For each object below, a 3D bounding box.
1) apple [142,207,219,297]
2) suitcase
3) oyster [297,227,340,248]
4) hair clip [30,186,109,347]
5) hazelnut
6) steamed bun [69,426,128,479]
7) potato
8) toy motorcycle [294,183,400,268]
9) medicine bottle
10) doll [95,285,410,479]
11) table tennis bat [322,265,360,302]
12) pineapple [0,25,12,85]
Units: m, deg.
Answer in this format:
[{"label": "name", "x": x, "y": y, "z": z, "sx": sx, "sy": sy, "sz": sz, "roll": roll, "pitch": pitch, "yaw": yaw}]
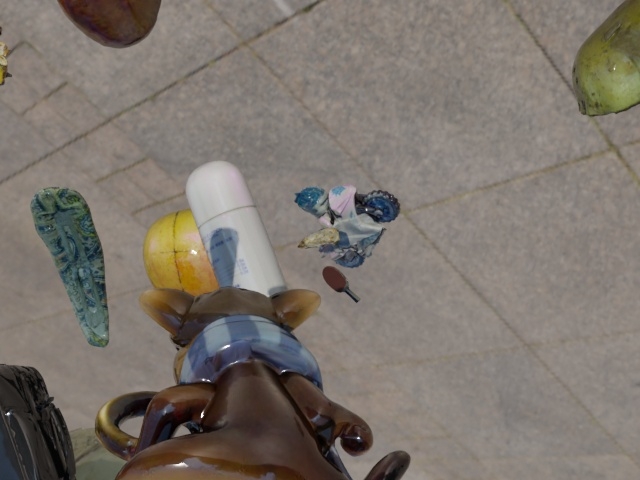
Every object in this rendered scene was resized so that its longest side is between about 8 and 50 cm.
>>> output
[{"label": "apple", "x": -0.278, "y": 0.039, "z": 2.090, "sx": 0.286, "sy": 0.286, "sz": 0.233, "roll": -12, "pitch": 88, "yaw": 43}, {"label": "suitcase", "x": -0.525, "y": 0.385, "z": 1.337, "sx": 0.339, "sy": 0.345, "sz": 0.188, "roll": -30, "pitch": 160, "yaw": 11}, {"label": "oyster", "x": -0.003, "y": 0.001, "z": 1.632, "sx": 0.083, "sy": 0.054, "sz": 0.019, "roll": -14, "pitch": 121, "yaw": 5}, {"label": "hair clip", "x": -0.286, "y": 0.031, "z": 1.040, "sx": 0.066, "sy": 0.036, "sz": 0.229, "roll": -14, "pitch": 124, "yaw": -10}, {"label": "hazelnut", "x": -0.337, "y": -0.404, "z": 1.387, "sx": 0.177, "sy": 0.178, "sz": 0.204, "roll": 1, "pitch": 126, "yaw": 33}, {"label": "steamed bun", "x": -0.456, "y": 0.521, "z": 1.636, "sx": 0.233, "sy": 0.333, "sz": 0.312, "roll": 0, "pitch": 109, "yaw": 58}, {"label": "potato", "x": 0.444, "y": -0.279, "z": 1.172, "sx": 0.271, "sy": 0.160, "sz": 0.111, "roll": -31, "pitch": 105, "yaw": 21}, {"label": "toy motorcycle", "x": 0.032, "y": -0.045, "z": 1.792, "sx": 0.204, "sy": 0.108, "sz": 0.239, "roll": 23, "pitch": 124, "yaw": -8}, {"label": "medicine bottle", "x": -0.168, "y": 0.004, "z": 1.760, "sx": 0.130, "sy": 0.130, "sz": 0.341, "roll": -32, "pitch": 77, "yaw": 52}, {"label": "doll", "x": -0.090, "y": 0.195, "z": 0.935, "sx": 0.317, "sy": 0.340, "sz": 0.209, "roll": -11, "pitch": 125, "yaw": -7}, {"label": "table tennis bat", "x": 0.036, "y": 0.076, "z": 1.516, "sx": 0.083, "sy": 0.007, "sz": 0.050, "roll": 43, "pitch": 143, "yaw": 10}, {"label": "pineapple", "x": -0.657, "y": -0.348, "z": 1.541, "sx": 0.236, "sy": 0.186, "sz": 0.114, "roll": 47, "pitch": 117, "yaw": -1}]
